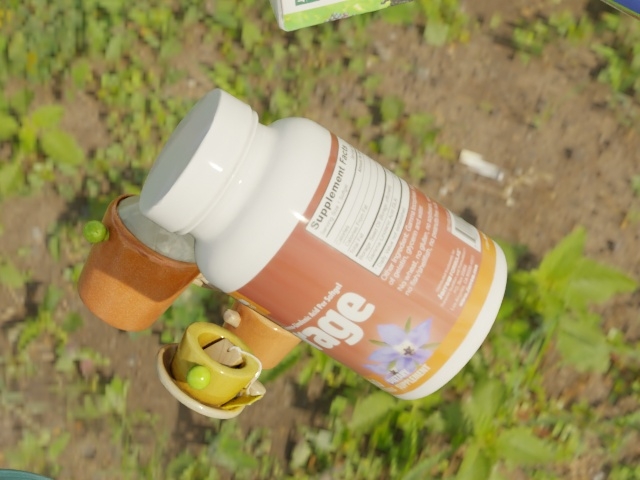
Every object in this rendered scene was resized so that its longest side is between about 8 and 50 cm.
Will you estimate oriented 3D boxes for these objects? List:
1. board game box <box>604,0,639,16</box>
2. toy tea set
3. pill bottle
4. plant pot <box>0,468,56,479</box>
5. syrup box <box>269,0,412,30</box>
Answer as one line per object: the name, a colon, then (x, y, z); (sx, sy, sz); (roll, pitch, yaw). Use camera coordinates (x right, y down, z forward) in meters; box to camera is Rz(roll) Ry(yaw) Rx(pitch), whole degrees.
board game box: (0.397, -0.180, 1.514); (0.347, 0.078, 0.233); (21, 13, -36)
toy tea set: (-0.070, 0.019, 1.498); (0.200, 0.124, 0.336); (39, 24, 9)
pill bottle: (0.000, 0.000, 1.065); (0.216, 0.121, 0.121); (32, 53, -17)
plant pot: (-0.221, 0.340, 1.302); (0.272, 0.271, 0.255); (-27, 21, -24)
syrup box: (0.074, -0.220, 1.065); (0.237, 0.093, 0.096); (-13, 50, -6)
